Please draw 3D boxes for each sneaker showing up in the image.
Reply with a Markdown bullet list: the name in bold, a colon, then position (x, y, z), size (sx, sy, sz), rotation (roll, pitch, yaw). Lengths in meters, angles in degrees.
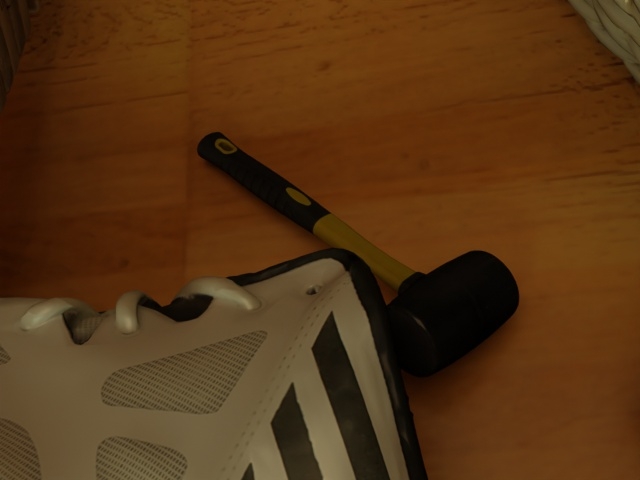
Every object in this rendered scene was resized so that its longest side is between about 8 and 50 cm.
- **sneaker**: position (-0.126, 0.074, 0.436), size (0.447, 0.169, 0.257), rotation (37, 60, 28)

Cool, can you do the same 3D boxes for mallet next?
- **mallet**: position (0.000, 0.000, 0.477), size (0.190, 0.039, 0.062), rotation (29, 47, 27)

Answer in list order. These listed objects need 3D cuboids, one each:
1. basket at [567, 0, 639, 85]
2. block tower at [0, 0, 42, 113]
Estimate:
- **basket**: position (0.256, -0.208, 0.399), size (0.328, 0.266, 0.331), rotation (-29, 63, -3)
- **block tower**: position (-0.194, -0.142, 0.495), size (0.097, 0.091, 0.335), rotation (-2, 42, -3)
